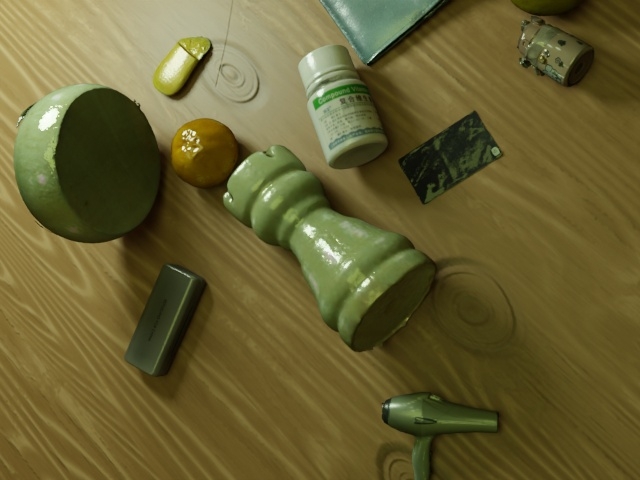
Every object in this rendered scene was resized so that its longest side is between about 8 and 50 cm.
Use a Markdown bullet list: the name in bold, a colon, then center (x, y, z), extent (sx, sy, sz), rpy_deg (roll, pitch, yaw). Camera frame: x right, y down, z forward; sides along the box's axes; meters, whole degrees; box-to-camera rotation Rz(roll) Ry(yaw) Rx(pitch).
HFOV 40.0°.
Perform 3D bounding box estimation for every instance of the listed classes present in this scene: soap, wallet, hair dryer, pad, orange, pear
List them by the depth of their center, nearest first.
- **hair dryer**: center (0.248, 0.392, 1.707), extent (0.219, 0.088, 0.225), rpy_deg (-18, 89, 15)
- **pear**: center (0.440, -0.512, 1.712), extent (0.162, 0.149, 0.149), rpy_deg (7, 85, 12)
- **pad**: center (0.264, -0.170, 1.811), extent (0.193, 0.004, 0.116), rpy_deg (-32, 71, 16)
- **wallet**: center (0.145, -0.554, 1.887), extent (0.290, 0.054, 0.251), rpy_deg (-38, 69, 14)
- **orange**: center (-0.261, -0.196, 1.954), extent (0.159, 0.136, 0.159), rpy_deg (-4, 78, 21)
- **soap**: center (-0.331, -0.419, 2.069), extent (0.089, 0.033, 0.168), rpy_deg (37, 96, 20)

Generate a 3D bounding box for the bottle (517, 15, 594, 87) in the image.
- **bottle**: center (0.448, -0.371, 1.722), extent (0.152, 0.099, 0.099), rpy_deg (39, 97, 26)

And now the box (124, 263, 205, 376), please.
- **box**: center (-0.350, 0.178, 1.979), extent (0.103, 0.055, 0.243), rpy_deg (24, 92, 23)

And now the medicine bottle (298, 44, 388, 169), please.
- **medicine bottle**: center (0.043, -0.280, 1.844), extent (0.139, 0.139, 0.237), rpy_deg (-23, 73, 17)

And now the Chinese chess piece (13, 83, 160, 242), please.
- **Chinese chess piece**: center (-0.509, -0.168, 1.934), extent (0.146, 0.349, 0.349), rpy_deg (-2, 82, 31)

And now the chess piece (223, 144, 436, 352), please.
- **chess piece**: center (0.000, 0.000, 1.785), extent (0.442, 0.234, 0.234), rpy_deg (42, 99, 25)
